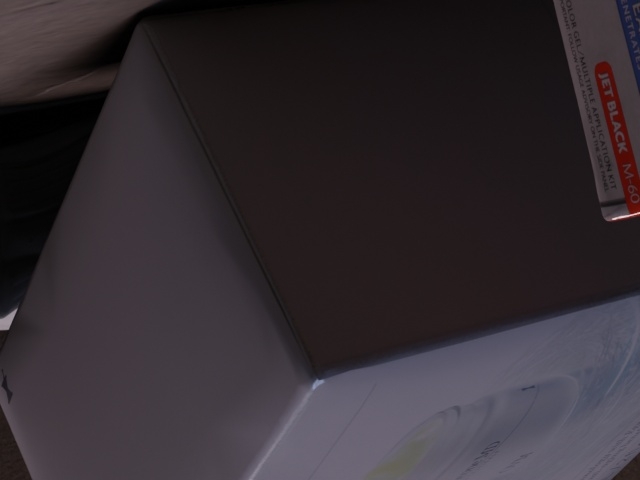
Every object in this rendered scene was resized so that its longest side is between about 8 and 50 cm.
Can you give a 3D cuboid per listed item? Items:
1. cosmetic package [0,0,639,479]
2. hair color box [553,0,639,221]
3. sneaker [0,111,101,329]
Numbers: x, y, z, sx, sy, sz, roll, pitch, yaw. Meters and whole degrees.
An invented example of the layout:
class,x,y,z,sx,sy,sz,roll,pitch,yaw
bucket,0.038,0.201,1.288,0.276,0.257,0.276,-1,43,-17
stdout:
class,x,y,z,sx,sy,sz,roll,pitch,yaw
cosmetic package,0.026,0.025,0.669,0.225,0.138,0.224,-11,152,-29
hair color box,0.113,-0.062,0.375,0.053,0.093,0.167,-13,178,-28
sneaker,-0.126,-0.008,0.794,0.297,0.111,0.129,-5,-172,-34
